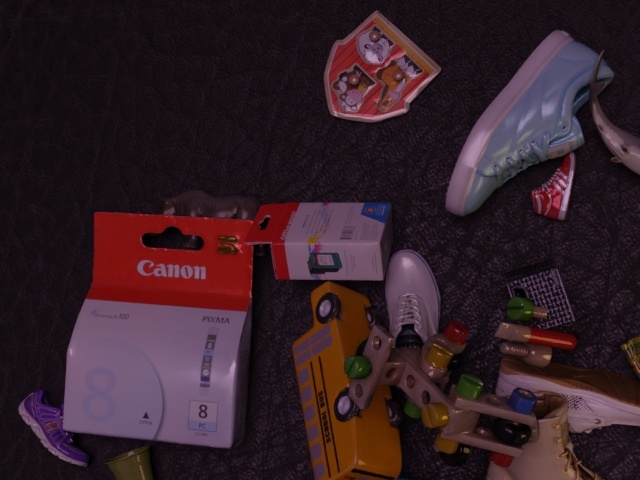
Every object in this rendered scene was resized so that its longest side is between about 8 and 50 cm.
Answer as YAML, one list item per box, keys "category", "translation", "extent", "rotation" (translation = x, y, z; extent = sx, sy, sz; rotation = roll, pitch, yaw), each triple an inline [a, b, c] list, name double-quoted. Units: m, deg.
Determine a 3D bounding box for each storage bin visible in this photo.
- category: "storage bin"
  translation: [0.349, 0.108, 1.676]
  extent: [0.084, 0.180, 0.122]
  rotation: [-17, 76, 8]

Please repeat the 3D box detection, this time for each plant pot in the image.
- category: "plant pot"
  translation: [-0.320, 0.405, 1.826]
  extent: [0.083, 0.083, 0.079]
  rotation: [-20, 89, 8]

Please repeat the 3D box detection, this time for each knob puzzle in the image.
- category: "knob puzzle"
  translation: [0.088, -0.294, 1.893]
  extent: [0.213, 0.030, 0.213]
  rotation: [-2, 79, 12]

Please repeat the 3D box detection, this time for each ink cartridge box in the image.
- category: "ink cartridge box"
  translation: [0.000, 0.000, 1.794]
  extent: [0.231, 0.134, 0.078]
  rotation: [0, 123, 13]
- category: "ink cartridge box"
  translation: [-0.276, 0.149, 1.820]
  extent: [0.308, 0.091, 0.385]
  rotation: [4, 92, 14]

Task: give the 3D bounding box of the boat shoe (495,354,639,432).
- category: "boat shoe"
  translation: [0.414, 0.259, 1.686]
  extent: [0.277, 0.098, 0.096]
  rotation: [14, 109, 7]

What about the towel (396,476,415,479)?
- category: "towel"
  translation: [0.177, 0.520, 1.662]
  extent: [0.370, 0.040, 0.271]
  rotation: [7, 90, 22]

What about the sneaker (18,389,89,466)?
- category: "sneaker"
  translation: [-0.464, 0.330, 1.873]
  extent: [0.071, 0.068, 0.170]
  rotation: [-45, 73, -5]

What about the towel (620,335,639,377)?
- category: "towel"
  translation: [0.556, 0.252, 1.648]
  extent: [0.021, 0.102, 0.237]
  rotation: [-40, 71, 34]

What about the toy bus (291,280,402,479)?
- category: "toy bus"
  translation: [0.039, 0.236, 1.712]
  extent: [0.130, 0.108, 0.332]
  rotation: [-39, 47, 33]

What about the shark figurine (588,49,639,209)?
- category: "shark figurine"
  translation: [0.526, -0.169, 1.734]
  extent: [0.278, 0.166, 0.116]
  rotation: [40, 53, 8]

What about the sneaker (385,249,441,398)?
- category: "sneaker"
  translation: [0.155, 0.137, 1.759]
  extent: [0.094, 0.091, 0.258]
  rotation: [-9, 77, 11]

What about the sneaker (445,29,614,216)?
- category: "sneaker"
  translation: [0.351, -0.176, 1.755]
  extent: [0.150, 0.135, 0.366]
  rotation: [34, 88, 22]

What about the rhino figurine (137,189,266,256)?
- category: "rhino figurine"
  translation: [-0.210, -0.036, 1.884]
  extent: [0.243, 0.073, 0.106]
  rotation: [7, 86, 12]

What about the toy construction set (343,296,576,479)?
- category: "toy construction set"
  translation: [0.180, 0.193, 1.528]
  extent: [0.309, 0.237, 0.257]
  rotation: [-49, 42, 38]

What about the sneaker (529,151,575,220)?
- category: "sneaker"
  translation: [0.389, -0.096, 1.780]
  extent: [0.067, 0.042, 0.118]
  rotation: [11, 84, 11]

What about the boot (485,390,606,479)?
- category: "boot"
  translation: [0.383, 0.337, 1.625]
  extent: [0.262, 0.095, 0.203]
  rotation: [6, 115, 18]
